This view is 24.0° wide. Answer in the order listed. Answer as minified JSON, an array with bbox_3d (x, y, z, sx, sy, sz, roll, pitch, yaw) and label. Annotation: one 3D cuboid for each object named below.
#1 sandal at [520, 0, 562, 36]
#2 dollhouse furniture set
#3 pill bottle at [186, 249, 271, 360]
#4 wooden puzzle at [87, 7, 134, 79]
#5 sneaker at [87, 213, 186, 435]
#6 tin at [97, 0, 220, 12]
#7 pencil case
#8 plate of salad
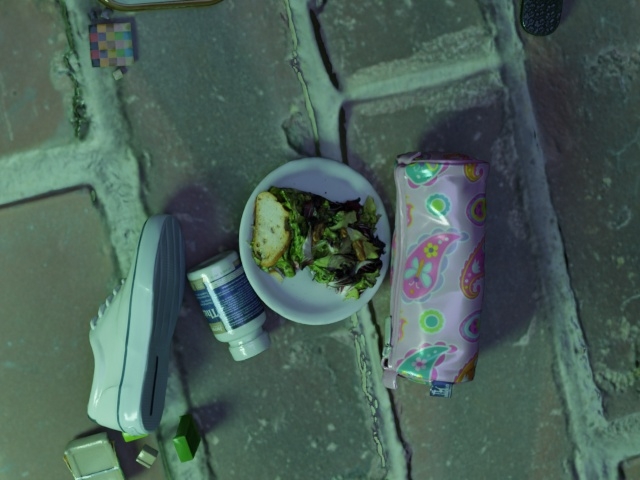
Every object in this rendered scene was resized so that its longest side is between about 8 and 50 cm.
[{"bbox_3d":[0.275,-0.341,1.839,0.067,0.040,0.179,7,108,-8],"label":"sandal"},{"bbox_3d":[-0.223,0.248,1.781,0.151,0.058,0.076,-17,106,9],"label":"dollhouse furniture set"},{"bbox_3d":[-0.104,0.078,1.769,0.067,0.067,0.120,-26,99,-9],"label":"pill bottle"},{"bbox_3d":[-0.243,-0.227,1.743,0.049,0.006,0.083,-5,96,-12],"label":"wooden puzzle"},{"bbox_3d":[-0.220,0.092,1.734,0.091,0.094,0.258,5,78,20],"label":"sneaker"},{"bbox_3d":[-0.180,-0.319,1.736,0.189,0.040,0.106,-7,100,-12],"label":"tin"},{"bbox_3d":[0.135,0.036,1.793,0.124,0.124,0.284,3,96,-13],"label":"pencil case"},{"bbox_3d":[0.000,0.000,1.780,0.199,0.048,0.200,1,87,-25],"label":"plate of salad"}]
